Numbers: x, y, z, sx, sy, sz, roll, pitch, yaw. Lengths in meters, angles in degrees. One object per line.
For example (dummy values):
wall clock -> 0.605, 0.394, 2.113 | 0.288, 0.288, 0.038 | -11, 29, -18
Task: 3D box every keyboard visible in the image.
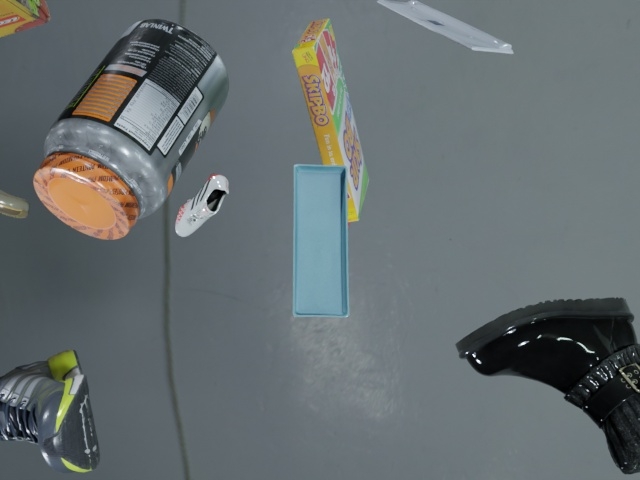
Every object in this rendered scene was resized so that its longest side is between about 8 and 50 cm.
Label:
keyboard -> 0.171, -0.307, 1.174 | 0.072, 0.256, 0.014 | -8, 121, -25

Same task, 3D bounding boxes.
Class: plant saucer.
plant saucer -> 0.000, 0.000, 0.996 | 0.067, 0.018, 0.192 | 1, 71, -4

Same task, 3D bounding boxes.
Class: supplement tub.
supplement tub -> -0.282, -0.167, 1.244 | 0.193, 0.194, 0.316 | 20, 56, 8

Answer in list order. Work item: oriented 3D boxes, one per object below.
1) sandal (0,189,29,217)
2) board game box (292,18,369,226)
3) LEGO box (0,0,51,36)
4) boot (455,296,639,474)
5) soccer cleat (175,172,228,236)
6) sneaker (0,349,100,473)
sandal -> -0.364, -0.080, 0.809 | 0.180, 0.072, 0.049 | 30, 90, -21
board game box -> 0.020, -0.145, 1.077 | 0.039, 0.124, 0.260 | -6, 119, 14
LEGO box -> -0.707, -0.369, 1.225 | 0.499, 0.372, 0.193 | -18, 98, -4
boot -> 0.389, 0.225, 1.233 | 0.347, 0.131, 0.260 | -4, 62, -24
soccer cleat -> -0.124, -0.033, 0.867 | 0.029, 0.036, 0.083 | 31, 109, -34
sneaker -> -0.337, 0.212, 0.990 | 0.121, 0.300, 0.111 | -11, 95, -20
